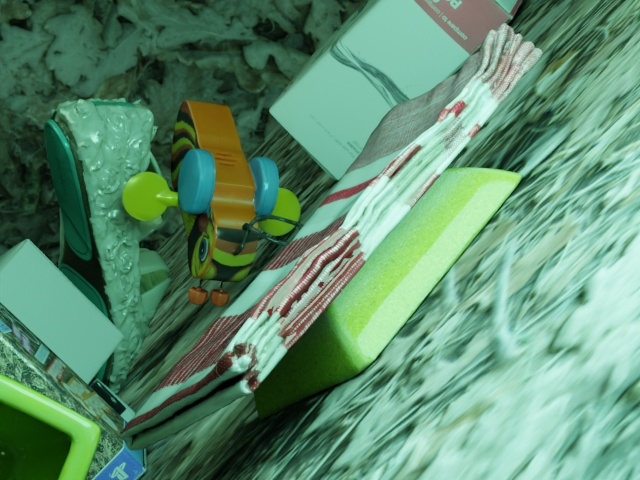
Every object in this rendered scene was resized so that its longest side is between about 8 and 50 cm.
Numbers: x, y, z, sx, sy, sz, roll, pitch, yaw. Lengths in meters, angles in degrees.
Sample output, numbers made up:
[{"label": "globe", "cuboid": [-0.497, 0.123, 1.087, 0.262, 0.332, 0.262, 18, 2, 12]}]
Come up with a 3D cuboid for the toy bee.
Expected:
[{"label": "toy bee", "cuboid": [-0.121, -0.020, 2.091, 0.298, 0.195, 0.162, -84, 13, -63]}]

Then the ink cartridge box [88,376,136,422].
[{"label": "ink cartridge box", "cuboid": [-0.289, 0.218, 2.100, 0.165, 0.065, 0.333, -47, 6, -9]}]

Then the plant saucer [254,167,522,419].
[{"label": "plant saucer", "cuboid": [0.031, 0.027, 1.324, 0.188, 0.045, 0.188, -49, 7, -27]}]

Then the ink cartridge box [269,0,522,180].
[{"label": "ink cartridge box", "cuboid": [0.094, -0.222, 2.146, 0.283, 0.117, 0.207, -42, 7, 26]}]

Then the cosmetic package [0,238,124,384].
[{"label": "cosmetic package", "cuboid": [-0.380, 0.189, 1.911, 0.197, 0.155, 0.365, -30, 18, 48]}]

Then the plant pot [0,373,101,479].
[{"label": "plant pot", "cuboid": [-0.307, 0.194, 1.469, 0.207, 0.227, 0.228, 149, 146, -83]}]

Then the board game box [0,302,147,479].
[{"label": "board game box", "cuboid": [-0.331, 0.167, 1.653, 0.232, 0.291, 0.141, -46, 7, 0]}]

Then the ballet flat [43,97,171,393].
[{"label": "ballet flat", "cuboid": [-0.232, 0.013, 2.231, 0.147, 0.147, 0.409, -53, -27, -47]}]

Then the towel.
[{"label": "towel", "cuboid": [0.000, 0.000, 1.324, 0.329, 0.037, 0.237, -49, 6, -27]}]
